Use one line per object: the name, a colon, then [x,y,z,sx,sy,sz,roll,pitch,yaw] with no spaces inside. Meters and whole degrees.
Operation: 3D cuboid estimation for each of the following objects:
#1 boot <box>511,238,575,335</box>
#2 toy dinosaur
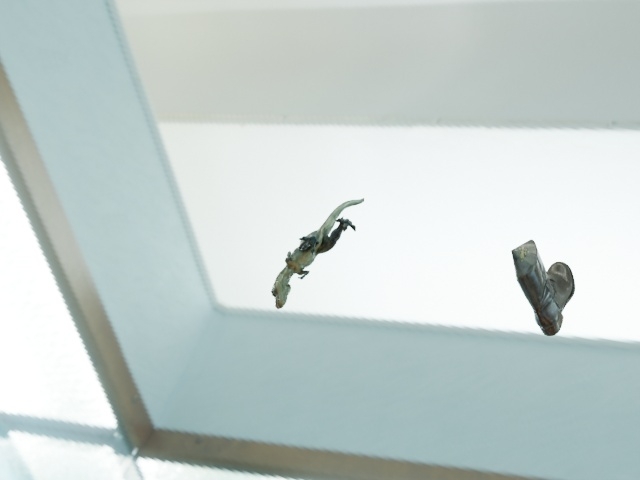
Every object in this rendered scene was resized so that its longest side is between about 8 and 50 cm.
boot: [0.239,0.030,1.094,0.037,0.106,0.114,-11,-49,29]
toy dinosaur: [0.000,0.000,1.766,0.064,0.268,0.118,43,-19,-3]
